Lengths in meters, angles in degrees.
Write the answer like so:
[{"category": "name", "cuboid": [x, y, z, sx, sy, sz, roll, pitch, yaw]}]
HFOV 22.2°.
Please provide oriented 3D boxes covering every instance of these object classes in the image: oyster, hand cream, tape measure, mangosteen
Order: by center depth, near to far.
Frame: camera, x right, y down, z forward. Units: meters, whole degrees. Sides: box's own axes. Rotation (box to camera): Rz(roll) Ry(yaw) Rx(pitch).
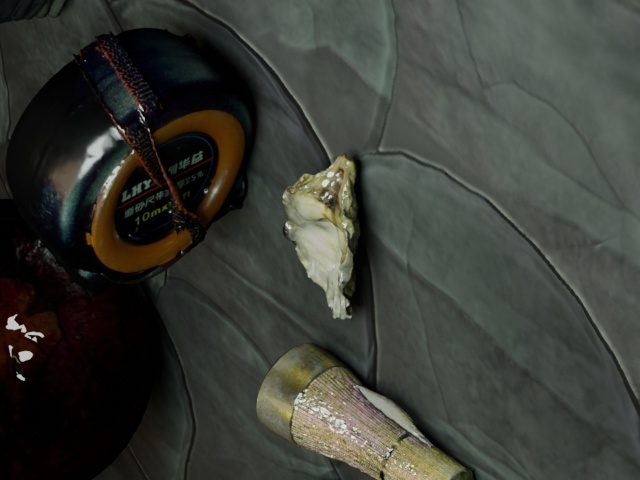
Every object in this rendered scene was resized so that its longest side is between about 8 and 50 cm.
[{"category": "oyster", "cuboid": [0.000, 0.000, 1.293, 0.121, 0.045, 0.146, 7, 126, 52]}, {"category": "hand cream", "cuboid": [0.040, 0.162, 1.329, 0.203, 0.084, 0.084, 31, 137, 36]}, {"category": "tape measure", "cuboid": [-0.155, -0.069, 1.331, 0.135, 0.202, 0.223, 44, 150, 26]}, {"category": "mangosteen", "cuboid": [-0.318, 0.119, 1.650, 0.307, 0.307, 0.347, 59, 163, 9]}]

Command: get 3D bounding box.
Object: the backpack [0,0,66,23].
[{"category": "backpack", "cuboid": [-0.327, -0.327, 1.495, 0.206, 0.133, 0.258, -43, 68, 56]}]
